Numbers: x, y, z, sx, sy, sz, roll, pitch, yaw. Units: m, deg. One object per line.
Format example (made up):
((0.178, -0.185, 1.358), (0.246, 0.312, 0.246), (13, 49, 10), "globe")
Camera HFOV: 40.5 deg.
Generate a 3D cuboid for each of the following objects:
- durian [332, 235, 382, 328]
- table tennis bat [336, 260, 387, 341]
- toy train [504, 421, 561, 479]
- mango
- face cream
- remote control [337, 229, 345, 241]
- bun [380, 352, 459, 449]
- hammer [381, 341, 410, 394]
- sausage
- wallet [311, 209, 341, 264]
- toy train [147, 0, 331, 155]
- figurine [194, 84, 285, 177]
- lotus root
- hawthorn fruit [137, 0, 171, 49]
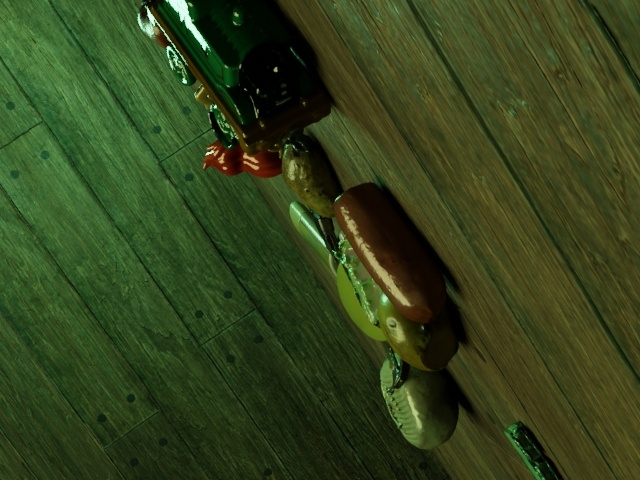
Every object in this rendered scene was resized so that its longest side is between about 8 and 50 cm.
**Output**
((0.117, 0.071, 1.908), (0.220, 0.095, 0.137), (56, 139, 20), "durian")
((0.160, 0.174, 2.067), (0.369, 0.054, 0.224), (43, 142, 33), "table tennis bat")
((0.411, 0.417, 1.663), (0.148, 0.038, 0.071), (56, 177, -2), "toy train")
((0.189, 0.167, 1.659), (0.167, 0.130, 0.262), (59, -178, 38), "mango")
((0.000, 0.000, 2.575), (0.285, 0.067, 0.139), (49, 170, 47), "face cream")
((0.129, 0.099, 2.149), (0.293, 0.051, 0.103), (56, 175, 7), "remote control")
((0.258, 0.398, 2.227), (0.273, 0.168, 0.273), (60, 166, 27), "bun")
((0.156, 0.237, 2.184), (0.125, 0.027, 0.297), (-59, 36, 39), "hammer")
((0.124, 0.025, 1.489), (0.259, 0.113, 0.113), (56, 174, 13), "sausage")
((0.002, -0.059, 2.160), (0.124, 0.042, 0.230), (-116, 7, -63), "wallet")
((-0.141, -0.328, 1.451), (0.429, 0.178, 0.249), (54, 163, 20), "toy train")
((-0.174, -0.245, 1.984), (0.257, 0.208, 0.181), (60, 143, 17), "figurine")
((-0.018, -0.127, 1.891), (0.110, 0.097, 0.258), (47, 174, 40), "lotus root")
((-0.339, -0.524, 2.058), (0.157, 0.157, 0.194), (53, -176, 28), "hawthorn fruit")
